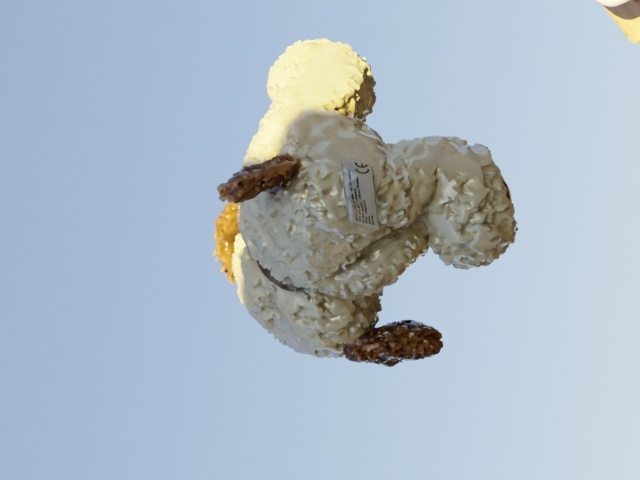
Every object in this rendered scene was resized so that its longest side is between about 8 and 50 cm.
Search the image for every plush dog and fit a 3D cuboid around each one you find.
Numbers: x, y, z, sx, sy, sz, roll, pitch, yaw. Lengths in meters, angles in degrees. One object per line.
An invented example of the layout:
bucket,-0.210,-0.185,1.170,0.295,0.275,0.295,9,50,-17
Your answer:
plush dog,0.000,0.000,1.339,0.210,0.262,0.225,-29,-36,-35

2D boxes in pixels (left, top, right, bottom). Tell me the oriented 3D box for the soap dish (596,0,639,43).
soap dish,0.175,-0.258,0.694,0.229,0.291,0.118,54,-139,5
